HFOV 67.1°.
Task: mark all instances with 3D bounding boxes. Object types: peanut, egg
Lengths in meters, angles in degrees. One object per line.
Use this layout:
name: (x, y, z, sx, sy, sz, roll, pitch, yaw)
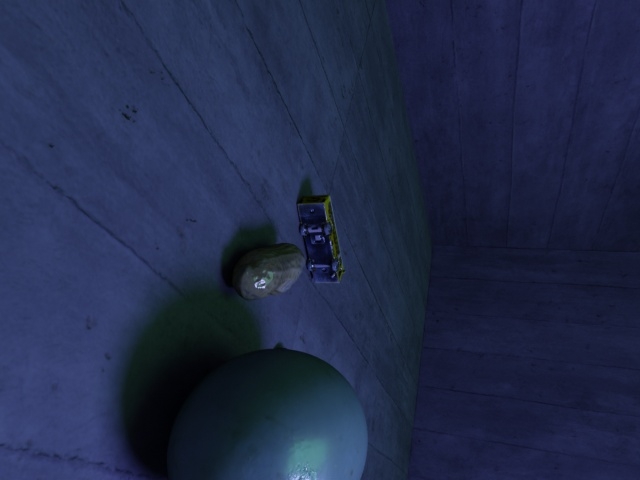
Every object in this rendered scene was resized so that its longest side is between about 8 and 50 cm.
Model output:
peanut: (-0.098, 0.057, 0.913, 0.099, 0.090, 0.214, -62, 163, 15)
egg: (-0.068, 0.306, 0.742, 0.389, 0.276, 0.276, 29, 64, -65)

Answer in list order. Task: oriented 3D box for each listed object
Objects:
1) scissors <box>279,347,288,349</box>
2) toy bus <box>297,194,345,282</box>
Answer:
scissors: (-0.100, 0.442, 1.024, 0.256, 0.029, 0.383, 69, 31, -45)
toy bus: (0.000, 0.000, 1.189, 0.074, 0.081, 0.226, -65, 146, -56)
